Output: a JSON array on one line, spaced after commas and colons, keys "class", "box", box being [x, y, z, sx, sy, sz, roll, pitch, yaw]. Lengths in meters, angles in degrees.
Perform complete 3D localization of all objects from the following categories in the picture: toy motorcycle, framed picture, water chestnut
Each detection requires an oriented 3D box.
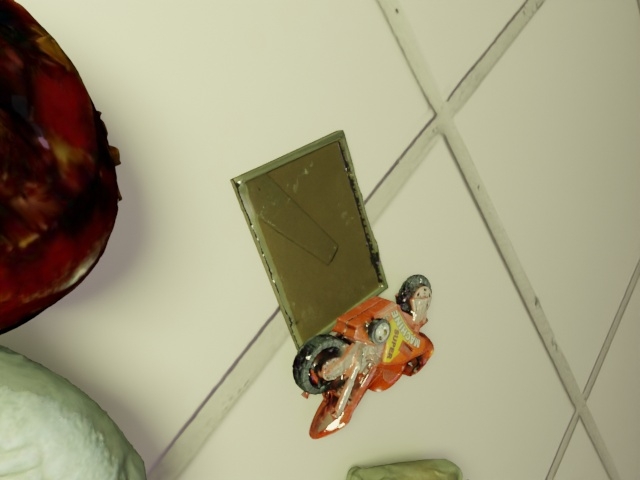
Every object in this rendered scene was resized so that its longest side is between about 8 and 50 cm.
[{"class": "toy motorcycle", "box": [0.086, 0.171, 0.749, 0.298, 0.089, 0.171, -26, 121, -33]}, {"class": "framed picture", "box": [0.000, 0.000, 0.713, 0.208, 0.019, 0.281, -30, 112, -33]}, {"class": "water chestnut", "box": [-0.274, -0.070, 0.312, 0.300, 0.300, 0.300, -4, 97, -39]}]

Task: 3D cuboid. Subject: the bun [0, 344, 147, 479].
[{"class": "bun", "box": [-0.314, 0.239, 0.370, 0.354, 0.194, 0.355, -6, 100, -37]}]

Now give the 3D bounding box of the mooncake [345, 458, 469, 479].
[{"class": "mooncake", "box": [0.128, 0.491, 0.787, 0.250, 0.136, 0.255, 17, 81, -35]}]
